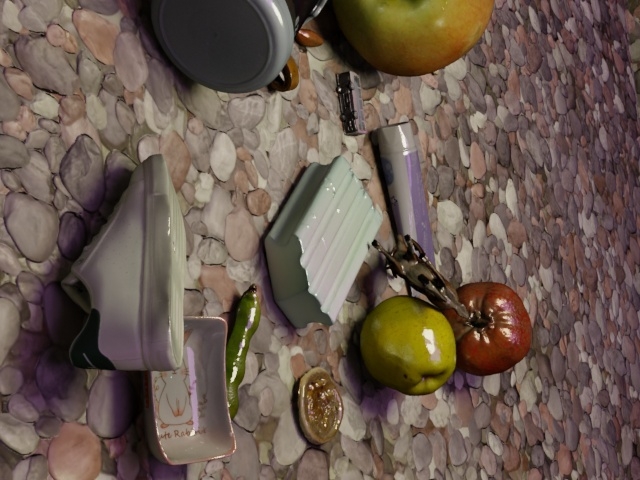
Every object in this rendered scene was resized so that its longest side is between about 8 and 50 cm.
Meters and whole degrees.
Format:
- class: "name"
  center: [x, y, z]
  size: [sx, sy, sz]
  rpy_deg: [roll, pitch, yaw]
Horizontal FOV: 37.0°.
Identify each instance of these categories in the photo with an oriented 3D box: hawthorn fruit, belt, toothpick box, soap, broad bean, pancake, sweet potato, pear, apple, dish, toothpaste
- class: "hawthorn fruit"
  center: [0.371, 0.203, 2.108]
  size: [0.262, 0.210, 0.211]
  rpy_deg: [38, 50, -59]
- class: "belt"
  center: [-0.074, -0.314, 1.770]
  size: [0.036, 0.059, 0.083]
  rpy_deg: [-25, 89, -54]
- class: "toothpick box"
  center: [-0.119, -0.440, 1.615]
  size: [0.263, 0.263, 0.355]
  rpy_deg: [56, 40, -27]
- class: "soap"
  center: [0.000, 0.000, 1.744]
  size: [0.173, 0.095, 0.290]
  rpy_deg: [56, 41, -28]
- class: "broad bean"
  center: [-0.136, 0.187, 1.541]
  size: [0.052, 0.053, 0.256]
  rpy_deg: [19, 57, -7]
- class: "pancake"
  center: [-0.001, 0.295, 1.715]
  size: [0.139, 0.022, 0.140]
  rpy_deg: [21, 63, -50]
- class: "sweet potato"
  center: [-0.021, -0.398, 1.888]
  size: [0.095, 0.034, 0.034]
  rpy_deg: [8, 74, -52]
- class: "pear"
  center: [0.168, 0.204, 1.840]
  size: [0.198, 0.198, 0.198]
  rpy_deg: [20, 64, -49]
- class: "apple"
  center: [0.183, -0.512, 1.937]
  size: [0.305, 0.338, 0.339]
  rpy_deg: [15, 67, -71]
- class: "dish"
  center: [-0.207, 0.221, 1.413]
  size: [0.151, 0.077, 0.213]
  rpy_deg: [6, 75, -51]
- class: "toothpaste"
  center: [0.194, -0.066, 2.049]
  size: [0.125, 0.080, 0.371]
  rpy_deg: [-28, 107, -54]

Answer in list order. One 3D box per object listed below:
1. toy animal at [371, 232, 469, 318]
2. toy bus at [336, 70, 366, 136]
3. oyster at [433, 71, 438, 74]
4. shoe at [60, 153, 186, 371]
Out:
- class: "toy animal"
  center: [0.184, 0.064, 1.866]
  size: [0.243, 0.087, 0.260]
  rpy_deg: [55, 4, 30]
- class: "toy bus"
  center: [0.065, -0.280, 1.965]
  size: [0.052, 0.037, 0.131]
  rpy_deg: [2, 79, -55]
- class: "oyster"
  center: [0.258, -0.425, 2.286]
  size: [0.083, 0.019, 0.054]
  rpy_deg: [9, 74, -54]
- class: "shoe"
  center: [-0.278, 0.031, 1.352]
  size: [0.132, 0.160, 0.363]
  rpy_deg: [84, -1, -51]
